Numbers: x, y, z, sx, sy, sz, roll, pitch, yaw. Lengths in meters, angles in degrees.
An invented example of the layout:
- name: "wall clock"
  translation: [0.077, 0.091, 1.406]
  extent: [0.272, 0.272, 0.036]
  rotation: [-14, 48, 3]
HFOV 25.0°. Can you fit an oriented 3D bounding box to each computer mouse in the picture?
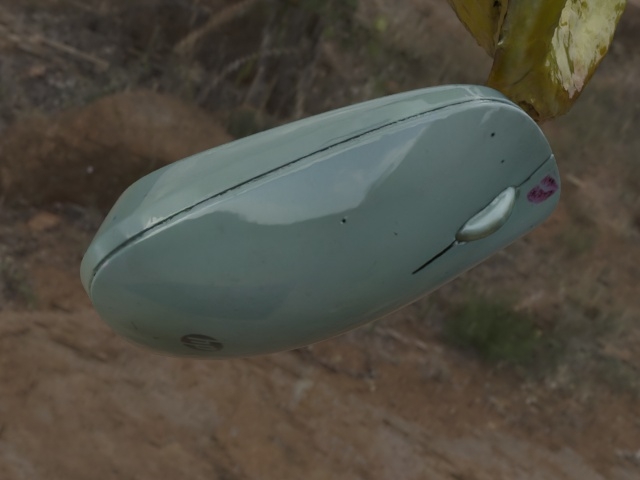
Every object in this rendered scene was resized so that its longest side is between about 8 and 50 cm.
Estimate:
- name: "computer mouse"
  translation: [0.000, 0.005, 0.851]
  extent: [0.159, 0.288, 0.097]
  rotation: [57, 23, -53]

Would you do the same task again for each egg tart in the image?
- name: "egg tart"
  translation: [0.162, -0.228, 0.985]
  extent: [0.120, 0.315, 0.315]
  rotation: [23, 27, 16]
